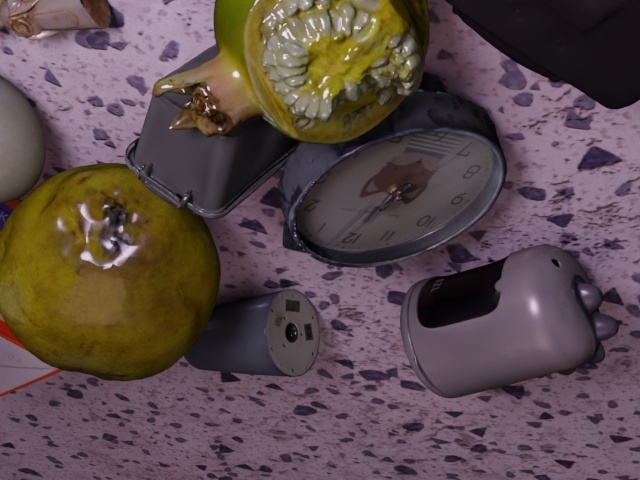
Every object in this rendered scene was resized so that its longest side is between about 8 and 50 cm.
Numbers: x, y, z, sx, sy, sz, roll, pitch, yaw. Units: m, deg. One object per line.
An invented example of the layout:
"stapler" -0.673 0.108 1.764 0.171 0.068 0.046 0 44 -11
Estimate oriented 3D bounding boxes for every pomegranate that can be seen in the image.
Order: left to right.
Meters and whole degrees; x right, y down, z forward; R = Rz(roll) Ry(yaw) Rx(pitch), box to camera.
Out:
"pomegranate" -0.029 -0.223 1.098 0.341 0.260 0.260 -26 144 -9

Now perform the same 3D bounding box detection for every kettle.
"kettle" -0.126 0.184 1.860 0.243 0.159 0.211 -9 170 38

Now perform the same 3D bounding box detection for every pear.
"pear" -0.332 0.048 1.536 0.352 0.351 0.413 17 141 -8

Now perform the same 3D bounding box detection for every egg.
"egg" -0.499 -0.144 1.427 0.183 0.183 0.217 -6 133 24

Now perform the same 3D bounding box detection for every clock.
"clock" 0.103 -0.076 1.361 0.325 0.067 0.325 -12 147 -8

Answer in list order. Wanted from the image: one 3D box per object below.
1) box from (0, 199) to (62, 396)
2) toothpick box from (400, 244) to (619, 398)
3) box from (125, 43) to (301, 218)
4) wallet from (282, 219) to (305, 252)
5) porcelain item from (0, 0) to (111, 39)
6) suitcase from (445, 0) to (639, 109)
"box" -0.633 0.082 1.733 0.349 0.256 0.319 36 137 -30
"toothpick box" 0.315 0.136 1.573 0.316 0.229 0.229 -20 135 36
"box" -0.122 -0.158 1.256 0.163 0.243 0.135 35 138 12
"wallet" 0.000 0.000 1.634 0.129 0.026 0.088 11 146 0
"porcelain item" -0.388 -0.301 1.289 0.213 0.054 0.084 -3 142 21
"suitcase" 0.289 -0.310 0.964 0.345 0.188 0.339 26 142 -24
